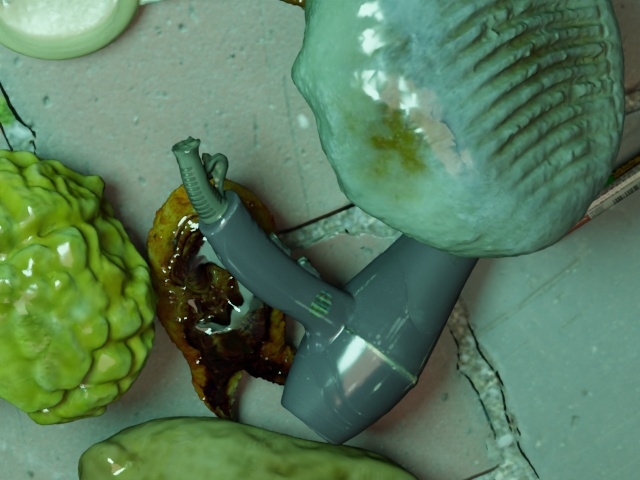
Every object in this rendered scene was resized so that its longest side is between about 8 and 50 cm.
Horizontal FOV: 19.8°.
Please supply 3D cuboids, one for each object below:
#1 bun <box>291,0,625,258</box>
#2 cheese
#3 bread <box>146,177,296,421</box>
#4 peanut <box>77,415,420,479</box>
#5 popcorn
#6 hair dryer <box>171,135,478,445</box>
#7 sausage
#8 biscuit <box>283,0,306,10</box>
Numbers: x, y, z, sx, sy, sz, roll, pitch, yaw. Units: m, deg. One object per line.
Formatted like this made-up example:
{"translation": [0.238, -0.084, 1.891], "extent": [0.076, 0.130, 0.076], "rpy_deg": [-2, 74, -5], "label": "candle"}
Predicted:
{"translation": [0.119, -0.154, 1.652], "extent": [0.211, 0.362, 0.362], "rpy_deg": [-19, 114, 42], "label": "bun"}
{"translation": [-0.204, -0.240, 1.719], "extent": [0.227, 0.064, 0.137], "rpy_deg": [-5, 111, -4], "label": "cheese"}
{"translation": [-0.093, 0.056, 1.821], "extent": [0.139, 0.095, 0.269], "rpy_deg": [-15, 124, 4], "label": "bread"}
{"translation": [-0.056, 0.273, 1.849], "extent": [0.387, 0.192, 0.169], "rpy_deg": [15, 73, -1], "label": "peanut"}
{"translation": [-0.285, 0.047, 1.729], "extent": [0.270, 0.224, 0.258], "rpy_deg": [11, 112, 0], "label": "popcorn"}
{"translation": [0.000, 0.000, 1.731], "extent": [0.361, 0.121, 0.301], "rpy_deg": [38, 87, -35], "label": "hair dryer"}
{"translation": [0.301, -0.058, 1.834], "extent": [0.223, 0.029, 0.029], "rpy_deg": [-34, 108, 7], "label": "sausage"}
{"translation": [-0.032, -0.298, 1.730], "extent": [0.126, 0.025, 0.206], "rpy_deg": [-34, 107, 7], "label": "biscuit"}
